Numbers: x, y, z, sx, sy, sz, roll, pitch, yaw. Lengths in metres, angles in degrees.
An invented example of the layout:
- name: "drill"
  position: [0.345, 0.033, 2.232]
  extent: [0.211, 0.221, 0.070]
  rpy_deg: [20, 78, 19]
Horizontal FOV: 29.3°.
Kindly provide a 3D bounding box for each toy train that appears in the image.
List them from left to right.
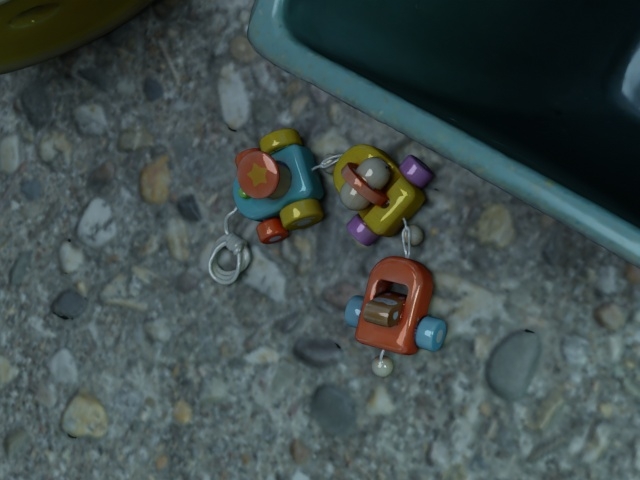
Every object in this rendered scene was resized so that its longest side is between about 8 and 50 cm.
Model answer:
- name: "toy train"
  position: [0.000, 0.000, 0.701]
  extent: [0.166, 0.046, 0.125]
  rpy_deg: [19, 93, 29]

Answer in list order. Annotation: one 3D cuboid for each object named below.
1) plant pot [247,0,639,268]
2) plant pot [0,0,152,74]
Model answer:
- name: "plant pot"
  position: [0.174, -0.110, 0.502]
  extent: [0.248, 0.252, 0.247]
  rpy_deg: [33, 99, 29]
- name: "plant pot"
  position: [-0.217, -0.238, 0.754]
  extent: [0.254, 0.254, 0.239]
  rpy_deg: [-24, 88, 24]
